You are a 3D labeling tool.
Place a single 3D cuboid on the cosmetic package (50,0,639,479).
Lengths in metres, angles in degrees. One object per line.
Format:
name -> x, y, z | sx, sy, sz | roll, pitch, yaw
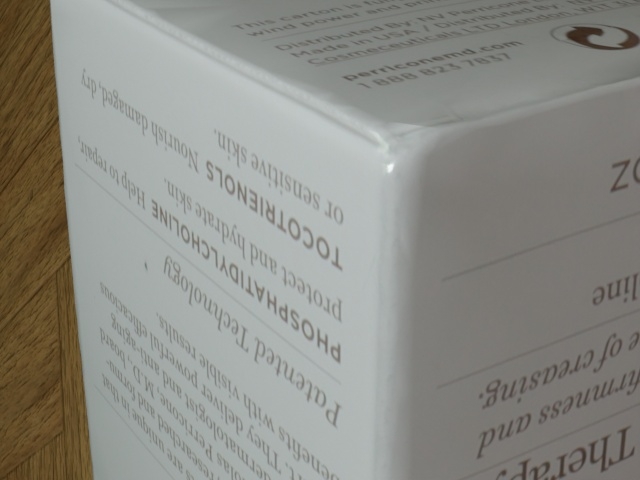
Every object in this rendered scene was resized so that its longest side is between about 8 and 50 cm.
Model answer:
cosmetic package -> 0.072, 0.047, 0.694 | 0.327, 0.330, 0.393 | 33, 132, 49
